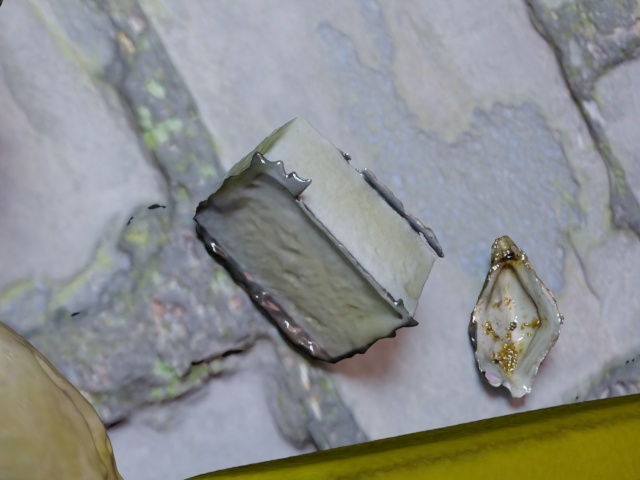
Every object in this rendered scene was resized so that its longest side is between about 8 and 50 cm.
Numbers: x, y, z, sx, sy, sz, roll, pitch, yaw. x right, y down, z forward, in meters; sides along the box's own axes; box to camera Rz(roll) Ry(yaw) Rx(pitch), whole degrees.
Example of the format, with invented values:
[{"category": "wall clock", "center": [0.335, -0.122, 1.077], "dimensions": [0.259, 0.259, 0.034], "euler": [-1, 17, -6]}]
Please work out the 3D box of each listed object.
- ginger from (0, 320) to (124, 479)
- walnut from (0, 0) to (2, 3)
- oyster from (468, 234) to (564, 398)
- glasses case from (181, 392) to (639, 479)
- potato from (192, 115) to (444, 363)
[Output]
[{"category": "ginger", "center": [-0.144, 0.127, 0.519], "dimensions": [0.152, 0.138, 0.267], "euler": [-35, 93, 6]}, {"category": "walnut", "center": [-0.247, -0.125, 0.444], "dimensions": [0.285, 0.285, 0.296], "euler": [62, 17, -4]}, {"category": "oyster", "center": [0.116, 0.047, 0.785], "dimensions": [0.051, 0.034, 0.093], "euler": [20, 77, -12]}, {"category": "glasses case", "center": [0.077, 0.159, 0.627], "dimensions": [0.371, 0.173, 0.141], "euler": [-1, 80, -45]}, {"category": "potato", "center": [-0.002, -0.001, 0.689], "dimensions": [0.122, 0.086, 0.061], "euler": [47, 42, -13]}]
